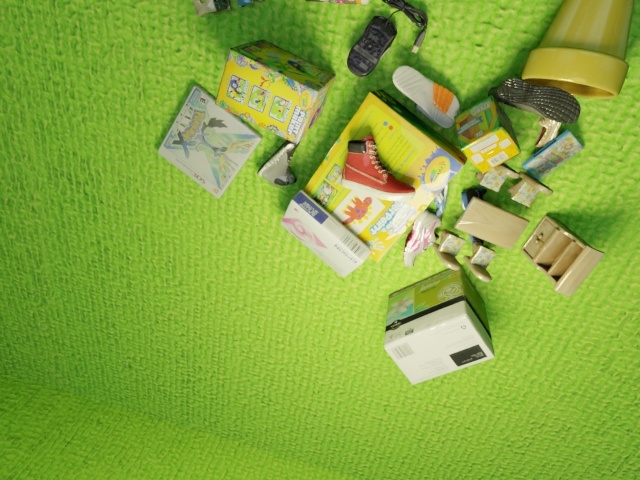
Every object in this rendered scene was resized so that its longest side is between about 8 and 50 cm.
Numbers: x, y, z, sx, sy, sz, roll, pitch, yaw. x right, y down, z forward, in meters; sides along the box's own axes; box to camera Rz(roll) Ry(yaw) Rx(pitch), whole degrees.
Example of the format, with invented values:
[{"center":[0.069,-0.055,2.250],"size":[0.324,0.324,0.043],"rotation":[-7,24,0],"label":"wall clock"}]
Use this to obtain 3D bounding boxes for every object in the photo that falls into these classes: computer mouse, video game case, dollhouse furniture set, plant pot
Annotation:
[{"center":[0.212,-0.615,1.380],"size":[0.184,0.060,0.262],"rotation":[31,109,0],"label":"computer mouse"},{"center":[0.750,-0.271,1.432],"size":[0.119,0.015,0.166],"rotation":[23,128,-38],"label":"video game case"},{"center":[0.644,-0.010,1.439],"size":[0.394,0.256,0.362],"rotation":[20,114,-14],"label":"dollhouse furniture set"},{"center":[0.717,-0.534,1.210],"size":[0.254,0.254,0.238],"rotation":[15,105,5],"label":"plant pot"},{"center":[-0.291,-0.783,1.361],"size":[0.184,0.129,0.128],"rotation":[-6,117,18],"label":"dollhouse furniture set"},{"center":[-0.424,-0.363,1.681],"size":[0.300,0.036,0.329],"rotation":[38,120,-9],"label":"video game case"}]

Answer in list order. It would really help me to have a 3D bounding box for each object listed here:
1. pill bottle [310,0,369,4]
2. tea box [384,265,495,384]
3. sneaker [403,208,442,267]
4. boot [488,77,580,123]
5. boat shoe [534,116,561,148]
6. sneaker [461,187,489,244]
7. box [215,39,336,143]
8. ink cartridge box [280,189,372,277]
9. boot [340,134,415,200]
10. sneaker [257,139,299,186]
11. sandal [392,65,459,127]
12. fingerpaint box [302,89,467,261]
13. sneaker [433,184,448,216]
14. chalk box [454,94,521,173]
[{"center":[0.013,-0.776,1.275],"size":[0.279,0.162,0.162],"rotation":[9,120,9],"label":"pill bottle"},{"center":[0.442,0.315,1.686],"size":[0.329,0.323,0.220],"rotation":[-29,109,25],"label":"tea box"},{"center":[0.380,0.001,1.655],"size":[0.111,0.103,0.252],"rotation":[17,122,6],"label":"sneaker"},{"center":[0.637,-0.419,1.330],"size":[0.247,0.161,0.083],"rotation":[24,105,5],"label":"boot"},{"center":[0.716,-0.369,1.392],"size":[0.059,0.063,0.170],"rotation":[1,120,6],"label":"boat shoe"},{"center":[0.567,-0.076,1.580],"size":[0.091,0.081,0.232],"rotation":[-10,116,24],"label":"sneaker"},{"center":[-0.130,-0.479,1.399],"size":[0.279,0.290,0.177],"rotation":[26,121,0],"label":"box"},{"center":[0.000,0.000,1.632],"size":[0.324,0.071,0.330],"rotation":[40,156,2],"label":"ink cartridge box"},{"center":[0.187,-0.227,1.369],"size":[0.244,0.088,0.176],"rotation":[19,115,20],"label":"boot"},{"center":[-0.120,-0.279,1.638],"size":[0.132,0.086,0.229],"rotation":[42,130,-17],"label":"sneaker"},{"center":[0.334,-0.467,1.419],"size":[0.265,0.076,0.102],"rotation":[33,98,-18],"label":"sandal"},{"center":[0.204,-0.214,1.510],"size":[0.371,0.163,0.444],"rotation":[39,121,5],"label":"fingerpaint box"},{"center":[0.422,-0.156,1.584],"size":[0.059,0.053,0.144],"rotation":[5,106,12],"label":"sneaker"},{"center":[0.508,-0.342,1.368],"size":[0.132,0.213,0.132],"rotation":[-30,131,33],"label":"chalk box"}]
